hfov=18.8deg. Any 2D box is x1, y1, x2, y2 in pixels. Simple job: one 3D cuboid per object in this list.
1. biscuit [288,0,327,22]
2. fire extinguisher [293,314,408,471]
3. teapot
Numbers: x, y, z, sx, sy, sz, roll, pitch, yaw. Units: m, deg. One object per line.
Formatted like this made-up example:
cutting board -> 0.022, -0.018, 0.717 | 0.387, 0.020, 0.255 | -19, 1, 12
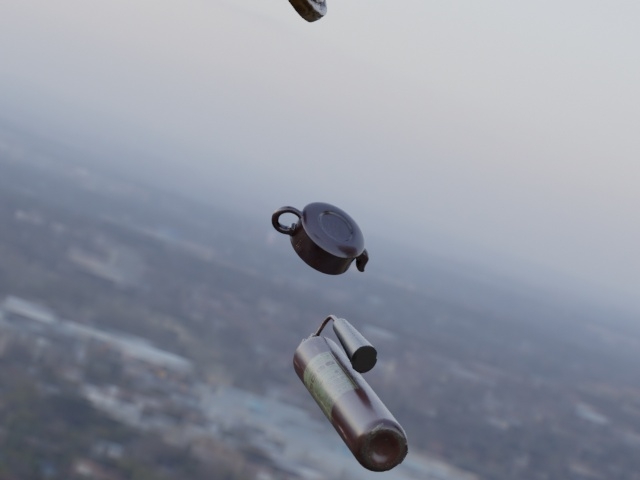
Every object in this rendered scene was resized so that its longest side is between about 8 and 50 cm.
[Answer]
biscuit -> -0.030, -0.266, 1.733 | 0.124, 0.026, 0.175 | 55, 14, -35
fire extinguisher -> 0.012, 0.073, 1.056 | 0.035, 0.049, 0.173 | -12, 18, -12
teapot -> 0.000, 0.000, 1.736 | 0.100, 0.045, 0.068 | 26, 35, -13
